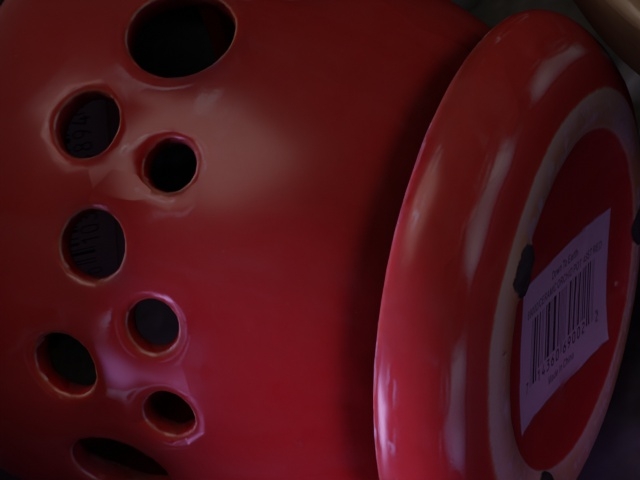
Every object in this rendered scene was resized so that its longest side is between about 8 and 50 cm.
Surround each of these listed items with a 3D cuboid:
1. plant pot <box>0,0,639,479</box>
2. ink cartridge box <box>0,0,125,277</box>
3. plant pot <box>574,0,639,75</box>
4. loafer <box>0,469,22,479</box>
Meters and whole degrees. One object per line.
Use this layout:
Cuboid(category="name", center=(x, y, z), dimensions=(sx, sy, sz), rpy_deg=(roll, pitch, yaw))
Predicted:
Cuboid(category="plant pot", center=(0.000, 0.000, 0.613), dimensions=(0.174, 0.191, 0.191), rpy_deg=(9, 64, 25))
Cuboid(category="ink cartridge box", center=(-0.144, -0.200, 0.730), dimensions=(0.071, 0.324, 0.330), rpy_deg=(-14, 51, -12))
Cuboid(category="plant pot", center=(0.188, -0.106, 0.616), dimensions=(0.237, 0.109, 0.237), rpy_deg=(-6, 59, 9))
Cuboid(category="loafer", center=(-0.290, 0.078, 0.741), dimensions=(0.366, 0.130, 0.133), rpy_deg=(-20, 53, 14))
